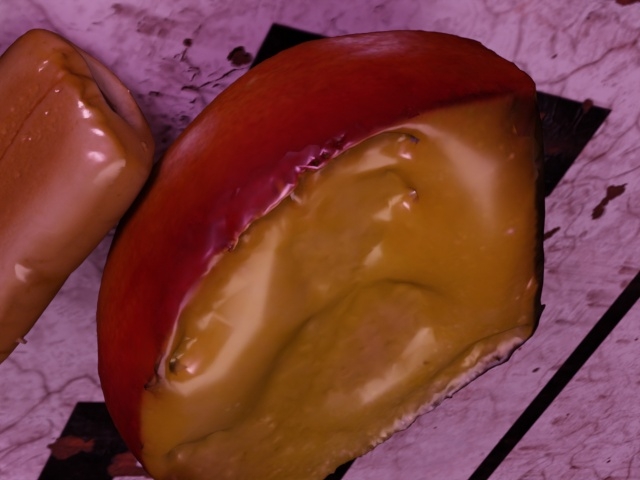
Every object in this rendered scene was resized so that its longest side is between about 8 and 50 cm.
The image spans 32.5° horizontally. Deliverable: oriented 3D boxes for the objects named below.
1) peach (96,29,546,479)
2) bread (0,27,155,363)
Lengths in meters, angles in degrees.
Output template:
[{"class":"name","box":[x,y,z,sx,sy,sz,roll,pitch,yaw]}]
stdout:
[{"class":"peach","box":[0.000,0.000,0.815,0.380,0.242,0.306,-36,135,12]},{"class":"bread","box":[-0.230,0.000,0.765,0.305,0.142,0.091,-46,169,18]}]
